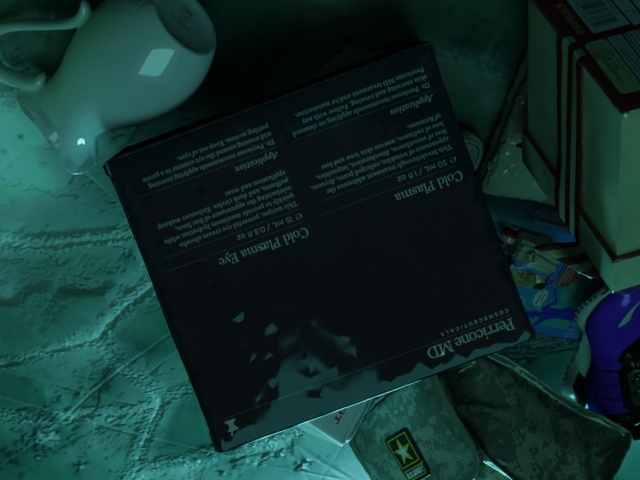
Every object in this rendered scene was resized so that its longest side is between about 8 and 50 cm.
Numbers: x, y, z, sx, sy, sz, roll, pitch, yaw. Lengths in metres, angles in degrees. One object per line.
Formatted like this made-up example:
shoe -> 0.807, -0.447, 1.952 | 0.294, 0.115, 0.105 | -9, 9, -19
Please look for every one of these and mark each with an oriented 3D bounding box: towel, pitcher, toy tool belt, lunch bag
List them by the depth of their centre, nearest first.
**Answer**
pitcher -> -0.221, -0.181, 1.700 | 0.207, 0.125, 0.178 | -32, 119, 32
towel -> 0.293, -0.152, 1.869 | 0.187, 0.049, 0.282 | 6, 131, -15
toy tool belt -> 0.229, 0.019, 1.940 | 0.083, 0.052, 0.051 | 18, 115, -24
lunch bag -> 0.188, 0.258, 2.086 | 0.287, 0.169, 0.235 | 31, 146, -11

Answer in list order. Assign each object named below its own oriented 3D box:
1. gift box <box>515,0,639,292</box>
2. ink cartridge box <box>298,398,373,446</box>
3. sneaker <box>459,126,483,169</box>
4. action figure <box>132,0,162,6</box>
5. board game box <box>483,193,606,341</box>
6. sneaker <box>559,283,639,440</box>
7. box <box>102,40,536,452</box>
gift box -> 0.323, -0.114, 1.709 | 0.276, 0.255, 0.258 | -13, 132, -6
ink cartridge box -> -0.028, 0.113, 1.962 | 0.218, 0.092, 0.159 | 37, 75, -33
sneaker -> 0.105, -0.025, 1.891 | 0.088, 0.093, 0.225 | 35, 96, -35
action figure -> -0.121, -0.386, 1.483 | 0.341, 0.178, 0.330 | -33, 141, 7
board game box -> 0.243, 0.032, 2.021 | 0.210, 0.047, 0.160 | 12, 128, -22
sneaker -> 0.378, 0.143, 2.039 | 0.102, 0.146, 0.293 | -34, 153, -19
box -> 0.000, 0.000, 1.750 | 0.343, 0.179, 0.313 | -19, 96, 2
